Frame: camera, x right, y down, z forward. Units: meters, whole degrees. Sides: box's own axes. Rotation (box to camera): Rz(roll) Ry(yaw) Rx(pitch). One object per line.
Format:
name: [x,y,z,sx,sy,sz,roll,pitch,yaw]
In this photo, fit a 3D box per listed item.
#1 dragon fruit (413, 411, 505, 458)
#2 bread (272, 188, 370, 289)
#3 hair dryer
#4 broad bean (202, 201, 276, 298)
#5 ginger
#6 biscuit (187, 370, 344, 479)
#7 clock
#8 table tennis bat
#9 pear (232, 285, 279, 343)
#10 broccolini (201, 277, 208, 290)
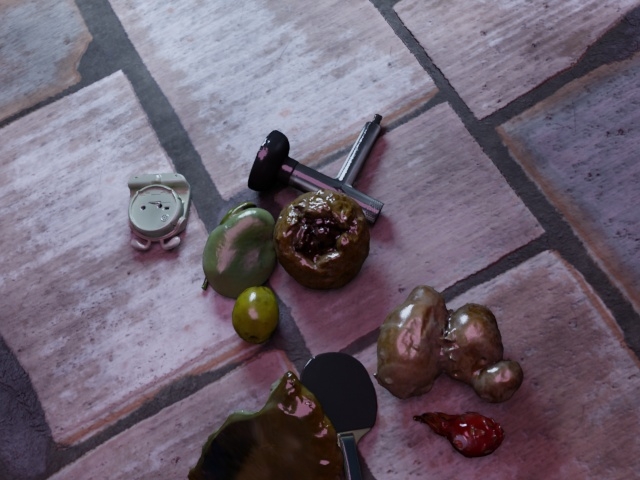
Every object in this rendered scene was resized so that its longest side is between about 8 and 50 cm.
dragon fruit: [0.281,0.397,1.478,0.191,0.094,0.094,6,69,18]
bread: [0.000,0.000,1.606,0.230,0.123,0.229,1,98,5]
hair dryer: [0.017,-0.194,1.754,0.321,0.155,0.284,19,51,0]
broad bean: [-0.185,0.020,1.664,0.170,0.100,0.227,7,75,-7]
ginger: [0.272,0.225,1.505,0.304,0.155,0.244,6,67,9]
biscuit: [-0.109,0.424,1.449,0.330,0.078,0.334,9,95,13]
clock: [-0.397,-0.069,1.745,0.152,0.062,0.190,-3,69,5]
table tennis bat: [0.049,0.380,1.513,0.174,0.022,0.301,-4,67,-18]
pear: [-0.146,0.165,1.605,0.107,0.107,0.131,-5,63,4]
broccolini: [-0.262,0.050,1.703,0.035,0.030,0.139,3,72,46]
